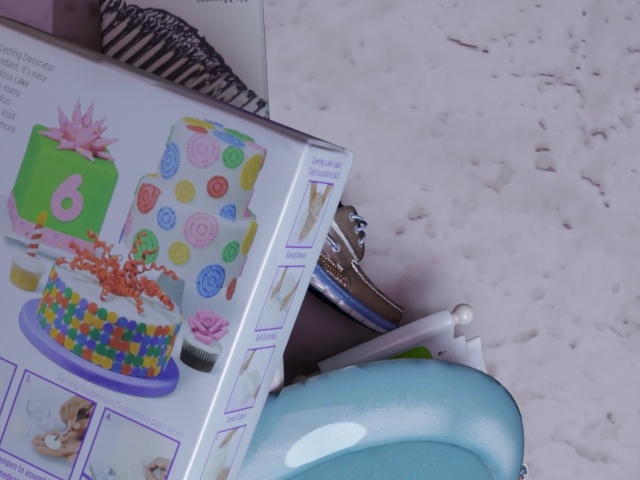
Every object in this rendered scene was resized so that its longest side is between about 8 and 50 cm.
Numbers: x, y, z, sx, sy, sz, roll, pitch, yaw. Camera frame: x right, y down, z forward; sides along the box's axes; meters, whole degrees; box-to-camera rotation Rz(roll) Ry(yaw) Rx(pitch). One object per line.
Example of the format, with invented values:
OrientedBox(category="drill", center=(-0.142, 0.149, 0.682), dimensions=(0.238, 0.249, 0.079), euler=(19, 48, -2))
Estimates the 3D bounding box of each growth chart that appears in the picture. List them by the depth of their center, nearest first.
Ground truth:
OrientedBox(category="growth chart", center=(0.074, 0.158, 1.185), dimensions=(0.172, 0.021, 0.237), euler=(-30, 124, -11))

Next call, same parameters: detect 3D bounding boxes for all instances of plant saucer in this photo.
OrientedBox(category="plant saucer", center=(0.008, 0.206, 1.092), dimensions=(0.317, 0.044, 0.317), euler=(-16, 138, -15))

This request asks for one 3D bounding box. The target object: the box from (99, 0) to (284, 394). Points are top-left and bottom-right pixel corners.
OrientedBox(category="box", center=(-0.085, -0.033, 1.035), dimensions=(0.113, 0.094, 0.275), euler=(-5, 88, -4))

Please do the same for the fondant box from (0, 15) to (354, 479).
OrientedBox(category="fondant box", center=(-0.150, 0.057, 0.940), dimensions=(0.238, 0.096, 0.330), euler=(22, 97, 19))

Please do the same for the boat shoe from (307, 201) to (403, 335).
OrientedBox(category="boat shoe", center=(0.000, 0.000, 1.128), dimensions=(0.183, 0.066, 0.066), euler=(39, 84, -22))
